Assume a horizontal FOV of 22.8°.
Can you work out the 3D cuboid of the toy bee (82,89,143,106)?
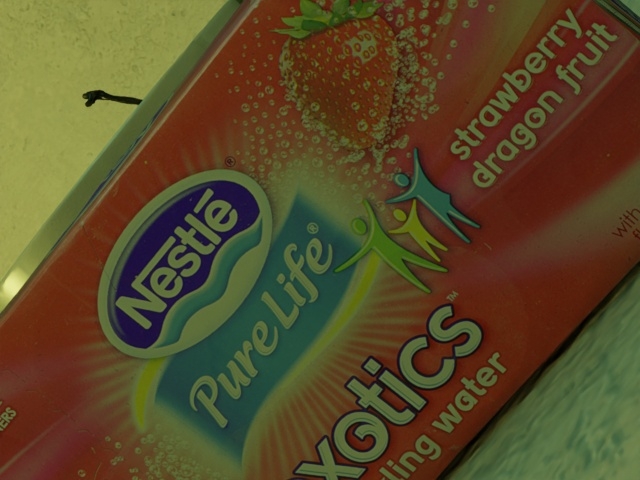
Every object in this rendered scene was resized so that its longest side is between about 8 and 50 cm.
[{"bbox_3d":[-0.071,-0.032,1.264,0.298,0.195,0.162,9,95,64],"label":"toy bee"}]

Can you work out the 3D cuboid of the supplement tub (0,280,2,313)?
[{"bbox_3d":[-0.262,0.098,1.702,0.193,0.193,0.316,-49,8,22],"label":"supplement tub"}]

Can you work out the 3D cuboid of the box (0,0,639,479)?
[{"bbox_3d":[-0.011,0.013,0.576,0.300,0.154,0.142,-49,6,14],"label":"box"}]

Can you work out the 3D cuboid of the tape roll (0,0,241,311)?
[{"bbox_3d":[-0.066,-0.005,0.999,0.246,0.169,0.246,-50,7,8],"label":"tape roll"}]

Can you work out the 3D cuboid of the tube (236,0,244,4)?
[{"bbox_3d":[0.032,-0.153,1.082,0.070,0.240,0.062,-7,71,42],"label":"tube"}]
